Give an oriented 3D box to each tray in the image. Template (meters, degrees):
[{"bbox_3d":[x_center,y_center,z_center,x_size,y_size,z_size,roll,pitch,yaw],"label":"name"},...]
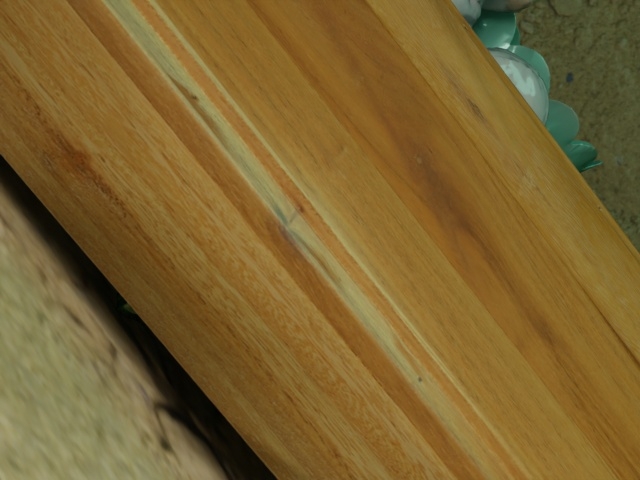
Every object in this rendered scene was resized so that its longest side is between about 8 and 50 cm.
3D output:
[{"bbox_3d":[0.006,-0.026,0.709,0.411,0.076,0.203,50,32,-15],"label":"tray"}]

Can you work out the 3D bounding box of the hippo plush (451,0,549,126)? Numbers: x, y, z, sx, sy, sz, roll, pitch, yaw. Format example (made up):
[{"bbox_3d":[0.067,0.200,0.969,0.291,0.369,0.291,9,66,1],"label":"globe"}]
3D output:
[{"bbox_3d":[0.074,-0.175,1.622,0.234,0.294,0.236,59,27,-67],"label":"hippo plush"}]

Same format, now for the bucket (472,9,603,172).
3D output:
[{"bbox_3d":[0.123,-0.142,1.879,0.281,0.183,0.281,57,8,-12],"label":"bucket"}]

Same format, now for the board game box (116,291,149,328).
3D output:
[{"bbox_3d":[0.021,0.022,0.788,0.260,0.030,0.136,34,42,-37],"label":"board game box"}]
